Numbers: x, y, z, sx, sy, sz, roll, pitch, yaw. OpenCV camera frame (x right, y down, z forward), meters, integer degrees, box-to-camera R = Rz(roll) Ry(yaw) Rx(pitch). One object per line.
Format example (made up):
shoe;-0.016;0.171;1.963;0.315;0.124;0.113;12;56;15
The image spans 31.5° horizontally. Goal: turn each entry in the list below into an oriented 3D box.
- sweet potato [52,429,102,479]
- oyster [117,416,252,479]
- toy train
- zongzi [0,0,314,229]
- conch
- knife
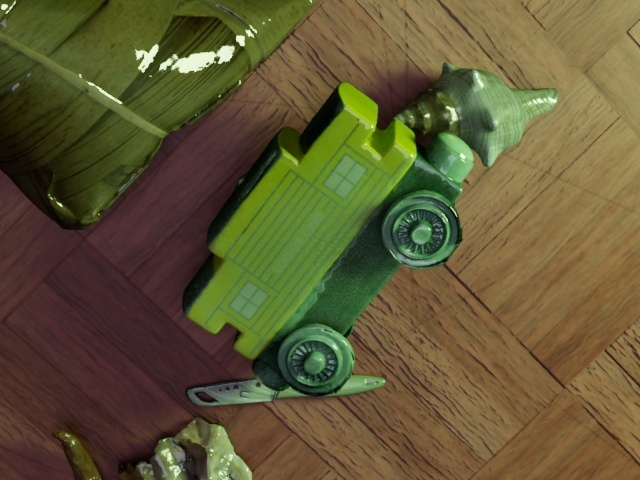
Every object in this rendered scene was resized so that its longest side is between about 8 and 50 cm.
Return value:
sweet potato;-0.332;0.358;1.639;0.050;0.050;0.214;-19;105;-2
oyster;-0.179;0.442;1.649;0.201;0.107;0.355;-11;103;0
toy train;0.000;0.000;1.519;0.272;0.179;0.442;35;109;-9
zongzi;-0.295;-0.327;1.380;0.467;0.218;0.500;-44;131;-9
conch;0.215;-0.174;1.547;0.233;0.114;0.137;4;73;1
knife;-0.050;0.214;1.658;0.293;0.020;0.043;-5;104;-4
